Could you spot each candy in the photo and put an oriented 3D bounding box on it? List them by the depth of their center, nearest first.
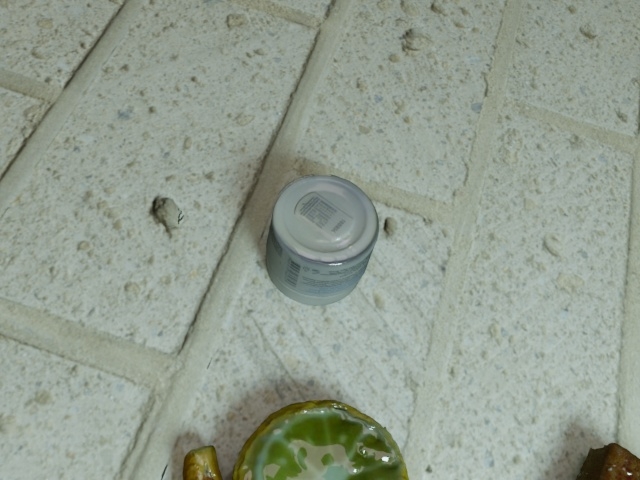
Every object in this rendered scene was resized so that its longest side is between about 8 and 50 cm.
[{"bbox_3d":[0.000,0.352,0.923,0.260,0.118,0.259,4,55,-5],"label":"candy"}]

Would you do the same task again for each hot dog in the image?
[{"bbox_3d":[-0.144,0.418,0.880,0.061,0.087,0.285,-7,56,-14],"label":"hot dog"}]

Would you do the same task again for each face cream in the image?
[{"bbox_3d":[0.000,0.000,1.098,0.177,0.153,0.177,4,59,-7],"label":"face cream"}]

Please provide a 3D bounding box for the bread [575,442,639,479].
[{"bbox_3d":[0.549,0.484,0.938,0.417,0.113,0.165,36,62,10],"label":"bread"}]
